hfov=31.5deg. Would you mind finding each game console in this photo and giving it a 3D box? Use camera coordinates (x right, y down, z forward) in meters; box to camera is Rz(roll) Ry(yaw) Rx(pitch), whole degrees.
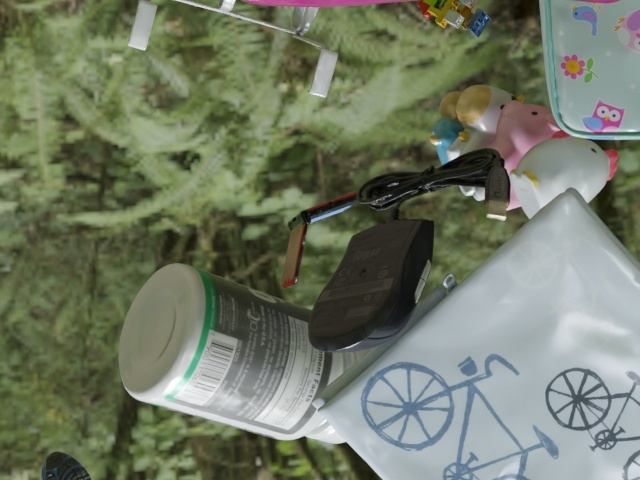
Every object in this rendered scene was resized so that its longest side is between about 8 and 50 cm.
[{"bbox_3d":[0.000,0.000,1.491,0.124,0.085,0.144,-20,179,-10],"label":"game console"}]

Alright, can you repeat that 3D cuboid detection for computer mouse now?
[{"bbox_3d":[0.098,0.016,1.085,0.184,0.262,0.060,-16,124,31],"label":"computer mouse"}]

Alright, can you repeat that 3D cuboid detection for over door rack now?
[{"bbox_3d":[-0.105,-0.297,1.410,0.240,0.108,0.324,13,-157,-12],"label":"over door rack"}]

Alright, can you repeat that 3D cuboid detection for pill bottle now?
[{"bbox_3d":[-0.097,0.180,1.682,0.361,0.204,0.204,23,151,-34],"label":"pill bottle"}]

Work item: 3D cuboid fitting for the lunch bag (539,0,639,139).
[{"bbox_3d":[0.330,-0.245,1.154,0.224,0.279,0.108,1,-165,26],"label":"lunch bag"}]

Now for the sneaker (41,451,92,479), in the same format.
[{"bbox_3d":[-0.413,0.441,1.871,0.083,0.221,0.087,-28,-152,-30],"label":"sneaker"}]

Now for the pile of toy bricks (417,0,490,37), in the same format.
[{"bbox_3d":[0.211,-0.384,1.540,0.105,0.212,0.118,36,-173,29],"label":"pile of toy bricks"}]

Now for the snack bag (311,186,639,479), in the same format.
[{"bbox_3d":[0.219,0.160,1.102,0.342,0.323,0.037,-44,-177,8],"label":"snack bag"}]

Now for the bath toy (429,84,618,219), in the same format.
[{"bbox_3d":[0.257,-0.119,1.452,0.129,0.151,0.348,-25,-159,-9],"label":"bath toy"}]

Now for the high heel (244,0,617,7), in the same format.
[{"bbox_3d":[0.102,-0.225,0.904,0.377,0.127,0.181,14,130,-43],"label":"high heel"}]
